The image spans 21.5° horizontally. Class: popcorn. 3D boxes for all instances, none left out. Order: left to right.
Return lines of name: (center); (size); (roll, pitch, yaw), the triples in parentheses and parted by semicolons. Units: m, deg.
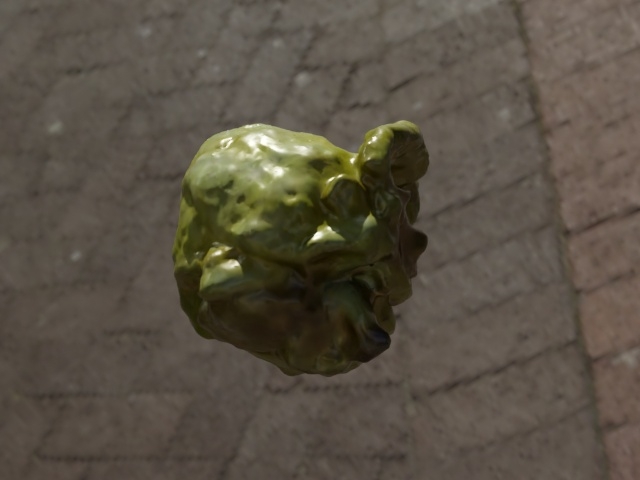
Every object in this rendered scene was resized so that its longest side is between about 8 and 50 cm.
popcorn: (0.000, -0.002, 0.421); (0.083, 0.068, 0.059); (-37, 8, -32)
